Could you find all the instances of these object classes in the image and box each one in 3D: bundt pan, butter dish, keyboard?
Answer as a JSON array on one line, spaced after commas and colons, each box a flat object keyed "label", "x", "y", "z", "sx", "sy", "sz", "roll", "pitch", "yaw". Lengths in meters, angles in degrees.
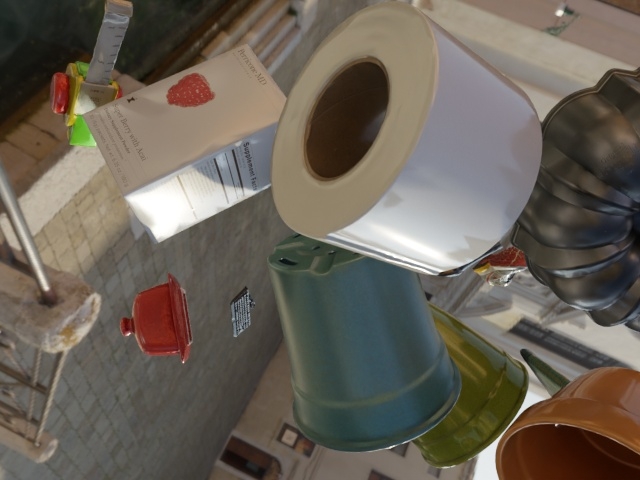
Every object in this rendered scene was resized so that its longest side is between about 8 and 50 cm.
[{"label": "bundt pan", "x": 0.390, "y": -0.029, "z": 0.597, "sx": 0.124, "sy": 0.330, "sz": 0.331, "roll": -71, "pitch": -178, "yaw": -64}, {"label": "butter dish", "x": -0.299, "y": 0.147, "z": 0.952, "sx": 0.160, "sy": 0.118, "sz": 0.160, "roll": 143, "pitch": -63, "yaw": -76}, {"label": "keyboard", "x": -0.239, "y": 0.218, "z": 1.655, "sx": 0.108, "sy": 0.023, "sz": 0.180, "roll": -48, "pitch": 156, "yaw": -38}]

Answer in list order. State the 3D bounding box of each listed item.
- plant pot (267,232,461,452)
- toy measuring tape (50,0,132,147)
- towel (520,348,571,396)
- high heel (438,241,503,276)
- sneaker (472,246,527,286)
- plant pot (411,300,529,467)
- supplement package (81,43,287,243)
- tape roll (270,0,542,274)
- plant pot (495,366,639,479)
[{"label": "plant pot", "x": 0.067, "y": 0.147, "z": 0.999, "sx": 0.341, "sy": 0.341, "sz": 0.334, "roll": -53, "pitch": 132, "yaw": -61}, {"label": "toy measuring tape", "x": -0.376, "y": -0.284, "z": 0.876, "sx": 0.330, "sy": 0.121, "sz": 0.121, "roll": -48, "pitch": -173, "yaw": 43}, {"label": "towel", "x": 0.578, "y": 0.387, "z": 1.115, "sx": 0.040, "sy": 0.271, "sz": 0.370, "roll": -36, "pitch": -171, "yaw": 3}, {"label": "high heel", "x": 0.353, "y": -0.021, "z": 1.419, "sx": 0.186, "sy": 0.093, "sz": 0.261, "roll": -31, "pitch": -145, "yaw": 15}, {"label": "sneaker", "x": 0.538, "y": 0.080, "z": 1.531, "sx": 0.088, "sy": 0.093, "sz": 0.225, "roll": -42, "pitch": 180, "yaw": -14}, {"label": "plant pot", "x": 0.287, "y": 0.331, "z": 1.408, "sx": 0.366, "sy": 0.353, "sz": 0.366, "roll": -44, "pitch": -178, "yaw": 2}, {"label": "supplement package", "x": -0.202, "y": -0.161, "z": 0.889, "sx": 0.293, "sy": 0.177, "sz": 0.175, "roll": -29, "pitch": 158, "yaw": -13}, {"label": "tape roll", "x": 0.082, "y": -0.100, "z": 0.568, "sx": 0.246, "sy": 0.169, "sz": 0.246, "roll": -25, "pitch": -123, "yaw": 46}, {"label": "plant pot", "x": 0.445, "y": 0.332, "z": 0.799, "sx": 0.203, "sy": 0.291, "sz": 0.291, "roll": -31, "pitch": 151, "yaw": -40}]
